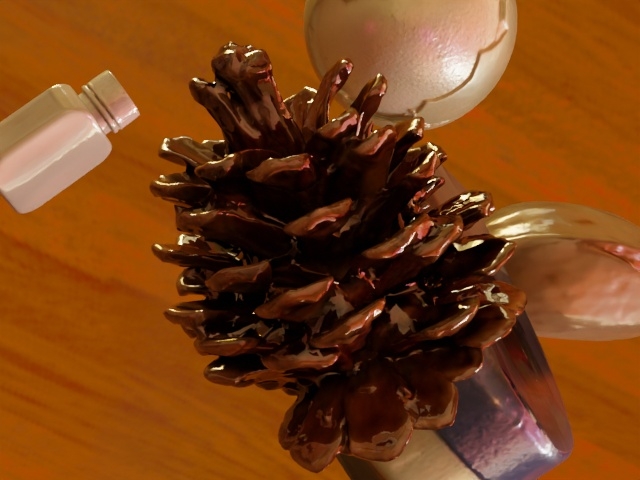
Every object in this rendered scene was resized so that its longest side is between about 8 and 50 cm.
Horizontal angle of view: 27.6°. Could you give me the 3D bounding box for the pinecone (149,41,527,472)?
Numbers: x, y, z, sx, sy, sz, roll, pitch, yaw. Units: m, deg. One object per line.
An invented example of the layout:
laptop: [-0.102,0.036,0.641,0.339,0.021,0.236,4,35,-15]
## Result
pinecone: [-0.002,0.001,0.678,0.168,0.185,0.212,-41,108,10]

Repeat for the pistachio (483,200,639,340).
pistachio: [0.250,0.031,1.301,0.237,0.153,0.138,10,80,-25]

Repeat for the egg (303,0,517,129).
egg: [0.113,-0.280,1.684,0.278,0.278,0.336,66,18,1]

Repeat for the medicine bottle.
medicine bottle: [-0.300,-0.118,1.496,0.183,0.119,0.069,-36,61,-6]

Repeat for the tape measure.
tape measure: [0.074,0.077,0.972,0.262,0.138,0.259,66,16,14]
